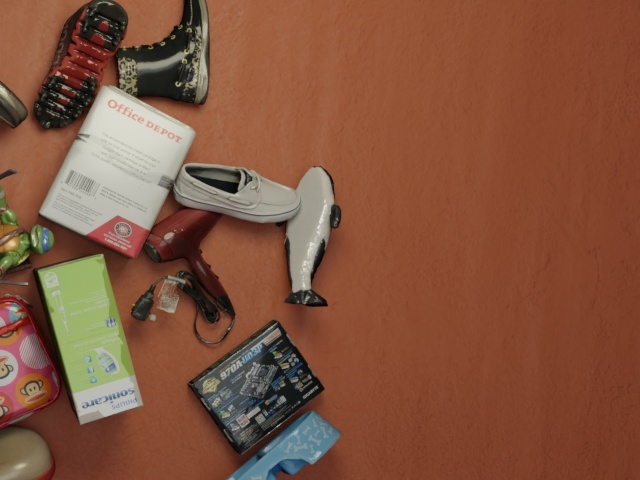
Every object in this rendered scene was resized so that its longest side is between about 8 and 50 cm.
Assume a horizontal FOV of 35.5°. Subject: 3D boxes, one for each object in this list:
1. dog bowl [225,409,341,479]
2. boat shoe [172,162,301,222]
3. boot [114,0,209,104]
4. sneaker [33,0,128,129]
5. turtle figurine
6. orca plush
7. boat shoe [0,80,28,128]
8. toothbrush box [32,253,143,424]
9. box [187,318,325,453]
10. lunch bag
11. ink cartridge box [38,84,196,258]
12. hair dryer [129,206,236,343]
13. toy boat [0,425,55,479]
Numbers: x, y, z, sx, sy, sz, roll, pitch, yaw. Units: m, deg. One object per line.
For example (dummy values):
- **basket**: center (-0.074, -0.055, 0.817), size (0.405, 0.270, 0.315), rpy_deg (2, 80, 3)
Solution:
- **dog bowl**: center (-0.094, 0.445, 1.959), size (0.297, 0.166, 0.074), rpy_deg (-40, 89, -14)
- **boat shoe**: center (-0.154, -0.097, 1.941), size (0.258, 0.084, 0.095), rpy_deg (4, 54, -20)
- **boot**: center (-0.308, -0.383, 1.940), size (0.179, 0.085, 0.236), rpy_deg (-2, 90, -15)
- **sneaker**: center (-0.456, -0.339, 1.887), size (0.098, 0.135, 0.276), rpy_deg (25, 105, -28)
- **turtle figurine**: center (-0.620, -0.013, 1.750), size (0.266, 0.274, 0.197), rpy_deg (-9, 96, -2)
- **orca plush**: center (0.000, 0.000, 2.021), size (0.102, 0.151, 0.287), rpy_deg (28, 50, -53)
- **boat shoe**: center (-0.701, -0.293, 1.803), size (0.355, 0.132, 0.130), rpy_deg (32, 89, -6)
- **toothbrush box**: center (-0.429, 0.173, 1.828), size (0.122, 0.206, 0.283), rpy_deg (-14, 93, -18)
- **box**: center (-0.127, 0.292, 2.003), size (0.220, 0.051, 0.175), rpy_deg (-37, 100, -15)
- **lunch bag**: center (-0.640, 0.227, 1.811), size (0.293, 0.120, 0.258), rpy_deg (-24, 92, -18)
- **ink cartridge box**: center (-0.385, -0.127, 1.894), size (0.197, 0.114, 0.272), rpy_deg (27, 82, -15)
- **hair dryer**: center (-0.252, 0.043, 1.970), size (0.224, 0.080, 0.293), rpy_deg (20, 85, -38)
- **toy boat**: center (-0.596, 0.447, 1.822), size (0.231, 0.151, 0.151), rpy_deg (-21, 126, -16)
